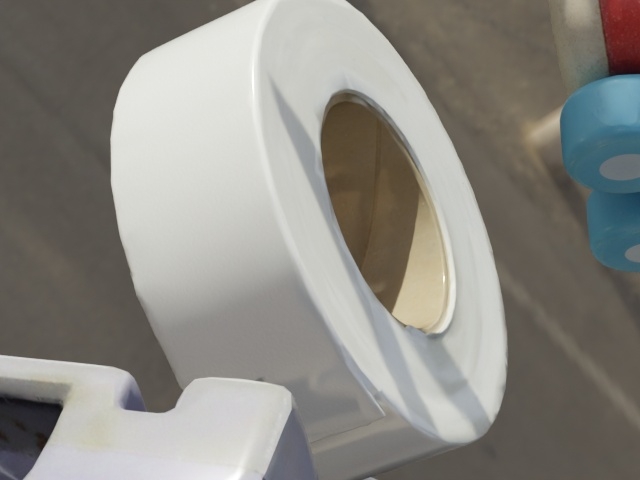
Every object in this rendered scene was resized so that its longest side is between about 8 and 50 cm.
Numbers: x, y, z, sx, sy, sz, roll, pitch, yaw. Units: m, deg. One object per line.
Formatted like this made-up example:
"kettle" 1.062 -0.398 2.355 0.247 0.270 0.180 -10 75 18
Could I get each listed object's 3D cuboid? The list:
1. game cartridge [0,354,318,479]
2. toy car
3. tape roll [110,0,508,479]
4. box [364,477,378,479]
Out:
"game cartridge" -0.156 0.114 0.529 0.068 0.355 0.230 -65 152 -45
"toy car" 0.257 -0.125 1.126 0.210 0.238 0.219 59 26 -60
"tape roll" 0.000 0.000 1.137 0.286 0.100 0.286 45 33 -42
"box" 0.076 0.247 1.345 0.322 0.232 0.058 24 64 -3
